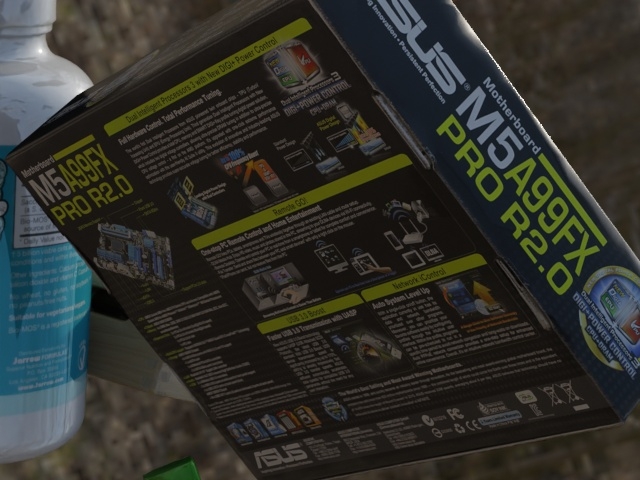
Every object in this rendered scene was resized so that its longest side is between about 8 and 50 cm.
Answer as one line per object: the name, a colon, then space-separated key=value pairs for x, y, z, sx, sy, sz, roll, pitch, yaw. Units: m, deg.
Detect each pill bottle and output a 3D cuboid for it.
pill bottle: x=-0.200 y=-0.017 z=1.077 sx=0.146 sy=0.146 sz=0.264 roll=-56 pitch=150 yaw=-77

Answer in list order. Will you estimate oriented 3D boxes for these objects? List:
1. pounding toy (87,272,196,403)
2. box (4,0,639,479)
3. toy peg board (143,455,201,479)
pounding toy: x=-0.110 y=0.037 z=1.182 sx=0.130 sy=0.141 sz=0.100 roll=19 pitch=86 yaw=-51
box: x=0.000 y=0.000 z=0.848 sx=0.216 sy=0.270 sz=0.060 roll=53 pitch=56 yaw=-11
toy peg board: x=-0.082 y=0.134 z=0.601 sx=0.160 sy=0.161 sz=0.079 roll=-176 pitch=-116 yaw=-82
